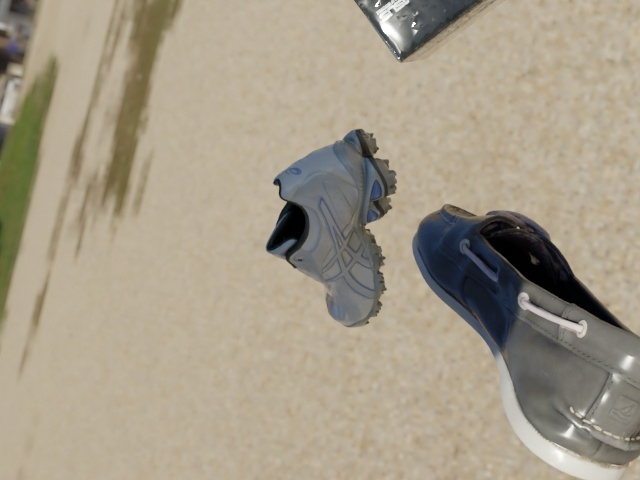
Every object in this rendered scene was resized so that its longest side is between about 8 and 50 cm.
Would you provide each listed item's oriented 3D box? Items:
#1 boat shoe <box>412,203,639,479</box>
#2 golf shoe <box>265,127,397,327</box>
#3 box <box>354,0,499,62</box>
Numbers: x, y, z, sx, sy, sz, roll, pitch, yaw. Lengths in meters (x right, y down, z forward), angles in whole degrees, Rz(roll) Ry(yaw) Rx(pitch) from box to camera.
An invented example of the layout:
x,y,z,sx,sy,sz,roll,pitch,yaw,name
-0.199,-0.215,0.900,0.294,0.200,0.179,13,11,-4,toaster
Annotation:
x,y,z,sx,sy,sz,roll,pitch,yaw,name
0.153,0.038,0.975,0.095,0.112,0.335,-62,21,18,boat shoe
0.000,0.000,0.975,0.176,0.086,0.069,89,157,-46,golf shoe
0.107,-0.209,1.079,0.147,0.077,0.180,-36,1,12,box
